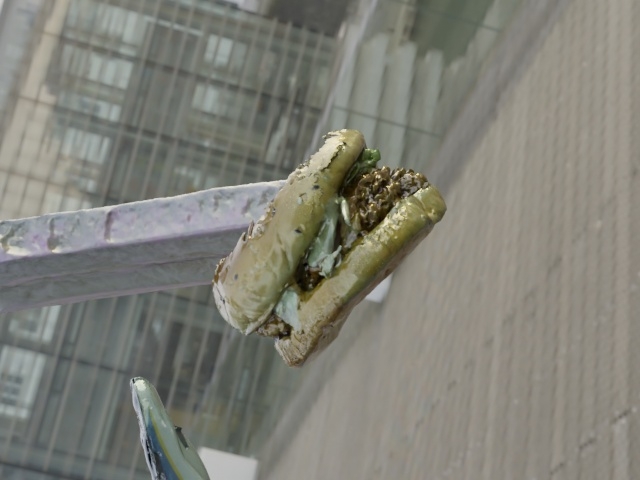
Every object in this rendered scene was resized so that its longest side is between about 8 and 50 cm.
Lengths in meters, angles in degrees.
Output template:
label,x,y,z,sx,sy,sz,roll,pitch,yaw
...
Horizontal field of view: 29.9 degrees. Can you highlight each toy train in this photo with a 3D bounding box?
label,x,y,z,sx,sy,sz,roll,pitch,yaw
toy train,-0.102,0.218,0.953,0.052,0.051,0.233,142,114,-73

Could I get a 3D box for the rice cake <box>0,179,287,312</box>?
label,x,y,z,sx,sy,sz,roll,pitch,yaw
rice cake,-0.161,0.009,1.044,0.106,0.298,0.050,83,179,-62

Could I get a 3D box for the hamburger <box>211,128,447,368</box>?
label,x,y,z,sx,sy,sz,roll,pitch,yaw
hamburger,0.000,0.000,0.878,0.177,0.113,0.185,-44,-8,-13
